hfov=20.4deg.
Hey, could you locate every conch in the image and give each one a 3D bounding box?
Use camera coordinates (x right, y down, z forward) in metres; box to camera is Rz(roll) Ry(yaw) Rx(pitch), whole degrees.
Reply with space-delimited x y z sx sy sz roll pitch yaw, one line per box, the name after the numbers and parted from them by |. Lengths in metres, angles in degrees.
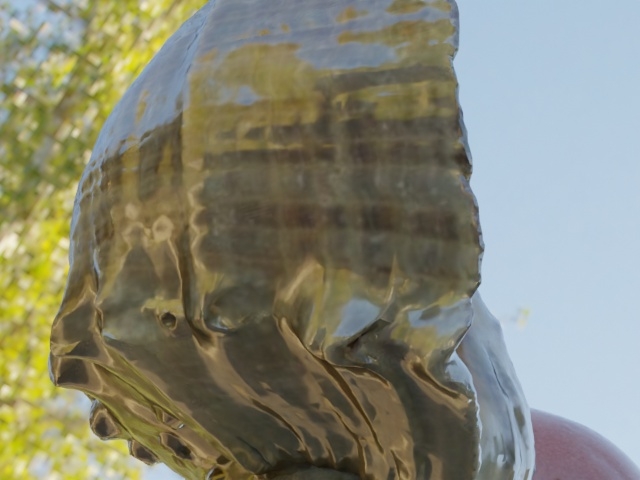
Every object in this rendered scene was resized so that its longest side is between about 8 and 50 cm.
-0.017 0.004 0.760 0.210 0.352 0.297 -11 -10 -10 | conch

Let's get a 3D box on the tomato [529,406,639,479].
0.130 0.244 1.264 0.256 0.256 0.224 18 -6 8 | tomato
